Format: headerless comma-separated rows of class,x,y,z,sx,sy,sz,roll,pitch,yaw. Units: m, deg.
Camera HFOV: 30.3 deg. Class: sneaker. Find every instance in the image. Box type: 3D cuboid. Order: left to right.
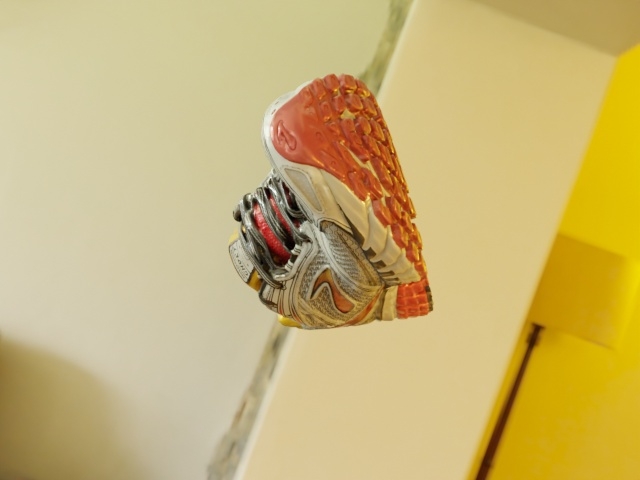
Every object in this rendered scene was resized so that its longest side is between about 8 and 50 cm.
sneaker,0.000,0.000,0.560,0.093,0.088,0.225,-16,-22,1
